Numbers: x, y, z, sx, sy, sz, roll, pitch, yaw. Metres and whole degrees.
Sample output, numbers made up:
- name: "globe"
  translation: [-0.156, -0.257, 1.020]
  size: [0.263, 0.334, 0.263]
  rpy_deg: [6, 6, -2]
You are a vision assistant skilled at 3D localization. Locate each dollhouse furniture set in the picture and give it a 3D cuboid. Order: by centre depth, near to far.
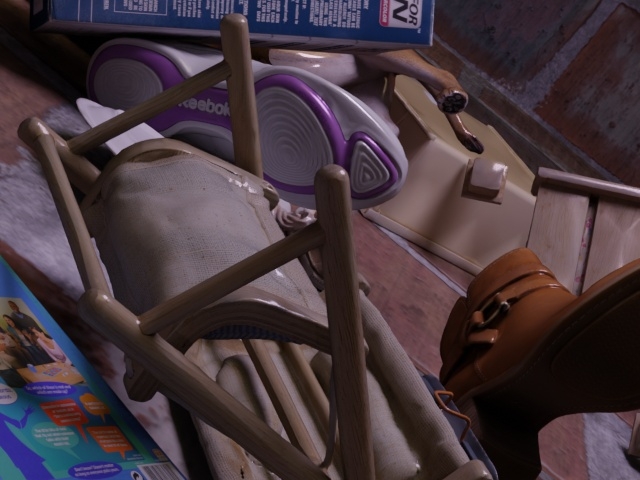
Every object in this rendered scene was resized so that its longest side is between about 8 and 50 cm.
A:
- name: "dollhouse furniture set"
  translation: [0.302, 0.106, 1.662]
  size: [0.356, 0.303, 0.174]
  rpy_deg: [14, -18, 5]

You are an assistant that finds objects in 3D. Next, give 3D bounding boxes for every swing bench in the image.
- name: "swing bench"
  translation: [-0.044, 0.038, 0.922]
  size: [0.254, 0.165, 0.253]
  rpy_deg: [64, -4, -32]

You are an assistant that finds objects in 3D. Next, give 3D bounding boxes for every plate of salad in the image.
- name: "plate of salad"
  translation: [-0.126, -0.042, 1.206]
  size: [0.200, 0.048, 0.200]
  rpy_deg: [40, 7, -6]

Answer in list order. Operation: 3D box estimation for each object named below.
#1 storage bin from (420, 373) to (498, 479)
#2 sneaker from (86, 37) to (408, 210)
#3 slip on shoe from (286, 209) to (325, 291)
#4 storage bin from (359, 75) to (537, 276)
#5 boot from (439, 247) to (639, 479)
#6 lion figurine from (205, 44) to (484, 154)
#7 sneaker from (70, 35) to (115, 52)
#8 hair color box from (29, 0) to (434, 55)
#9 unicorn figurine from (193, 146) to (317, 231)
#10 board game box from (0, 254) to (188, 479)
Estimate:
- name: "storage bin"
  translation: [0.049, 0.146, 1.031]
  size: [0.091, 0.098, 0.135]
  rpy_deg: [16, 26, -32]
- name: "sneaker"
  translation: [-0.051, -0.119, 1.325]
  size: [0.305, 0.114, 0.152]
  rpy_deg: [23, 19, 19]
- name: "slip on shoe"
  translation: [0.000, 0.000, 1.397]
  size: [0.051, 0.041, 0.135]
  rpy_deg: [34, 17, -18]
- name: "storage bin"
  translation: [0.131, -0.096, 1.812]
  size: [0.262, 0.123, 0.260]
  rpy_deg: [26, 20, -37]
- name: "boot"
  translation: [0.193, 0.068, 1.192]
  size: [0.109, 0.283, 0.220]
  rpy_deg: [30, 25, -14]
- name: "lion figurine"
  translation: [-0.022, -0.196, 1.607]
  size: [0.392, 0.142, 0.240]
  rpy_deg: [14, 30, -23]
- name: "sneaker"
  translation: [-0.252, -0.284, 1.514]
  size: [0.286, 0.109, 0.130]
  rpy_deg: [41, 10, 0]
- name: "hair color box"
  translation: [-0.085, -0.235, 1.371]
  size: [0.347, 0.105, 0.174]
  rpy_deg: [2, 4, -17]
- name: "unicorn figurine"
  translation: [-0.055, -0.044, 1.383]
  size: [0.162, 0.060, 0.111]
  rpy_deg: [19, 13, 1]
- name: "board game box"
  translation: [-0.177, 0.080, 0.769]
  size: [0.210, 0.047, 0.160]
  rpy_deg: [47, 18, 23]
